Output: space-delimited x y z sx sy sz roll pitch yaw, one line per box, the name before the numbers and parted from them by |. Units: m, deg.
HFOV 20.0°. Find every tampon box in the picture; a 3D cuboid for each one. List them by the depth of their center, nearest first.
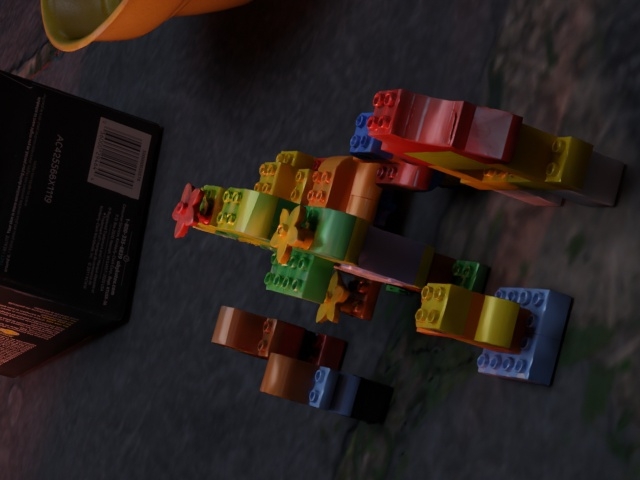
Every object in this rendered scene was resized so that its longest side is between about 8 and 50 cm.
tampon box | -0.176 -0.005 1.010 0.161 0.101 0.120 -26 51 57

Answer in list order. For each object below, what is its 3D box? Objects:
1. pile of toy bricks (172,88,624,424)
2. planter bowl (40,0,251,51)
pile of toy bricks | 0.000 0.000 0.657 0.212 0.105 0.118 2 76 63
planter bowl | -0.054 -0.183 0.902 0.217 0.090 0.217 -41 40 46
